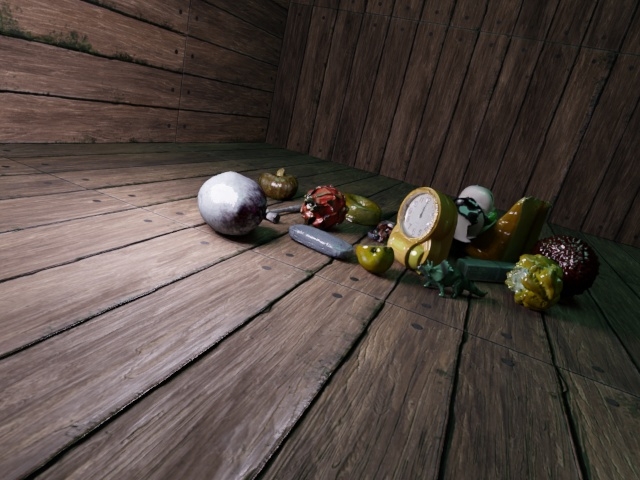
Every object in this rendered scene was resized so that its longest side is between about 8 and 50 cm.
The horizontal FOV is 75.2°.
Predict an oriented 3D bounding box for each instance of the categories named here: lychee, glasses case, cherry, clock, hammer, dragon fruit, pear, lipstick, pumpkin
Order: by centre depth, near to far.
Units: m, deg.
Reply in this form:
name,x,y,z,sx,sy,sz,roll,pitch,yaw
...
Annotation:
name,x,y,z,sx,sy,sz,roll,pitch,yaw
pear,0.196,0.068,1.495,0.141,0.104,0.141,4,-4,0
cherry,-0.325,-0.136,1.544,0.255,0.218,0.296,14,23,-19
glasses case,0.000,0.000,1.610,0.282,0.067,0.109,25,24,27
clock,0.411,-0.047,1.649,0.200,0.317,0.244,9,17,-33
lychee,0.975,0.102,1.681,0.300,0.264,0.264,-1,22,-47
lipstick,0.685,0.124,1.700,0.290,0.077,0.076,5,20,-21
dragon fruit,0.011,-0.149,1.833,0.192,0.193,0.274,-24,-31,31
hammer,-0.147,-0.142,1.974,0.152,0.044,0.427,22,19,28
pumpkin,-0.219,-0.305,2.212,0.219,0.162,0.219,11,14,-3

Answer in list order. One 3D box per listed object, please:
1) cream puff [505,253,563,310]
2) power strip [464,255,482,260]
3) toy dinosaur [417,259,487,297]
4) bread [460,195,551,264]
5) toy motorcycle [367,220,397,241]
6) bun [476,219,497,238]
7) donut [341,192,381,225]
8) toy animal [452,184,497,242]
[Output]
name,x,y,z,sx,sy,sz,roll,pitch,yaw
cream puff,0.786,0.161,1.502,0.195,0.221,0.194,-4,59,7
power strip,0.707,0.108,1.840,0.076,0.028,0.169,5,20,-21
toy dinosaur,0.466,0.159,1.467,0.292,0.120,0.079,34,3,-12
bread,0.872,-0.060,1.929,0.233,0.361,0.245,1,24,-31
toy motorcycle,0.312,-0.037,1.915,0.118,0.084,0.212,27,30,32
bun,0.772,-0.098,2.141,0.293,0.187,0.293,0,3,0
donut,0.203,-0.168,2.190,0.272,0.107,0.272,13,21,-5
toy animal,0.698,-0.127,1.913,0.267,0.212,0.212,-36,41,-21
